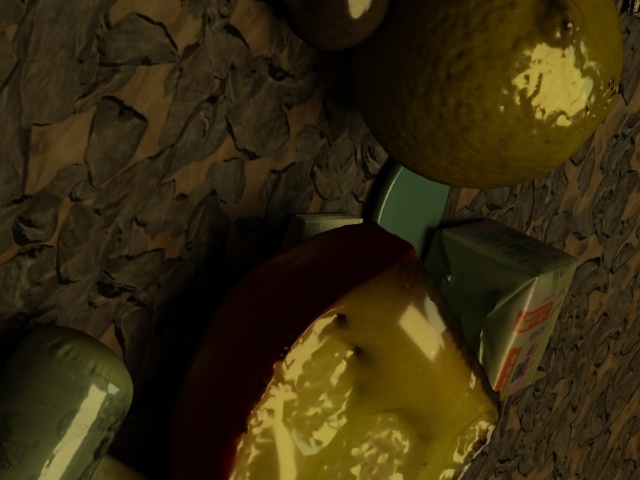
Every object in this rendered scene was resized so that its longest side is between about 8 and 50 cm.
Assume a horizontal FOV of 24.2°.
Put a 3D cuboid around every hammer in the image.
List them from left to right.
[{"bbox_3d":[-0.203,0.197,1.295,0.202,0.113,0.305,-57,155,-6],"label":"hammer"}]

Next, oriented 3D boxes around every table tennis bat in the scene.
[{"bbox_3d":[0.088,0.005,1.655,0.153,0.040,0.244,-5,114,-59],"label":"table tennis bat"}]

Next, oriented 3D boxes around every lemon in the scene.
[{"bbox_3d":[0.154,-0.168,1.400,0.267,0.267,0.267,-37,141,-38],"label":"lemon"}]

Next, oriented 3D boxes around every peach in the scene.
[{"bbox_3d":[-0.002,0.154,1.437,0.306,0.242,0.380,25,104,-38],"label":"peach"}]

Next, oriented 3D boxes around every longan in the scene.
[{"bbox_3d":[0.010,-0.218,1.304,0.113,0.092,0.113,-28,140,-27],"label":"longan"}]

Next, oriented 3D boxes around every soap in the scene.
[{"bbox_3d":[0.193,0.084,1.756,0.199,0.138,0.182,-13,125,-65],"label":"soap"}]

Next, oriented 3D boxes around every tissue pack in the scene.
[{"bbox_3d":[0.000,0.000,1.526,0.108,0.023,0.056,-2,114,-57],"label":"tissue pack"}]

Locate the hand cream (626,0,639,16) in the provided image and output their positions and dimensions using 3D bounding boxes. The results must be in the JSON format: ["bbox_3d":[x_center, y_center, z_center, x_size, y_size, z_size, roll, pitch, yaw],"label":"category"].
[{"bbox_3d":[0.492,-0.381,1.968,0.270,0.061,0.120,-26,133,-40],"label":"hand cream"}]
